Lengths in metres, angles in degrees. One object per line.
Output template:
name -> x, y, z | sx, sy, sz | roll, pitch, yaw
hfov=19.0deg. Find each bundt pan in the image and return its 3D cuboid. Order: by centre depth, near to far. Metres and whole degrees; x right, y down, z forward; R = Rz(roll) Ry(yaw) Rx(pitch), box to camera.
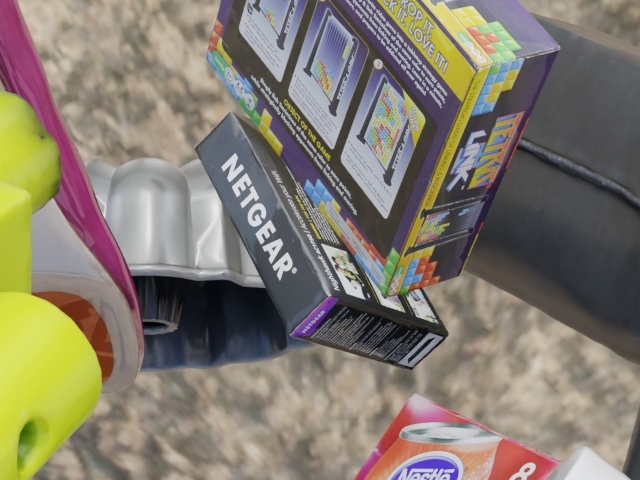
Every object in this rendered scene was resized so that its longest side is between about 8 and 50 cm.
bundt pan -> -0.151, 0.018, 1.661 | 0.331, 0.331, 0.124 | -2, 73, 0

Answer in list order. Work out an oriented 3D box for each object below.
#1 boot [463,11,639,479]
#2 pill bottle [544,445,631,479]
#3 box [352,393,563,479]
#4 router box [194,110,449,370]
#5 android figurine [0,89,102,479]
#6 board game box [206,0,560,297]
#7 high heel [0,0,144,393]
boot -> 0.188, 0.057, 1.273 | 0.146, 0.445, 0.367 | 28, 95, -35
pill bottle -> 0.123, 0.148, 0.525 | 0.193, 0.108, 0.108 | 39, 82, 6
box -> 0.119, 0.186, 0.753 | 0.257, 0.128, 0.122 | 38, 82, -23
router box -> 0.000, 0.000, 1.334 | 0.046, 0.133, 0.179 | -45, 52, 21
android figurine -> -0.186, 0.021, 0.475 | 0.248, 0.273, 0.056 | 16, 122, 17
board game box -> 0.021, -0.084, 0.858 | 0.048, 0.141, 0.170 | -14, 53, -33
high heel -> -0.196, -0.060, 1.272 | 0.127, 0.377, 0.181 | -6, 48, 13
